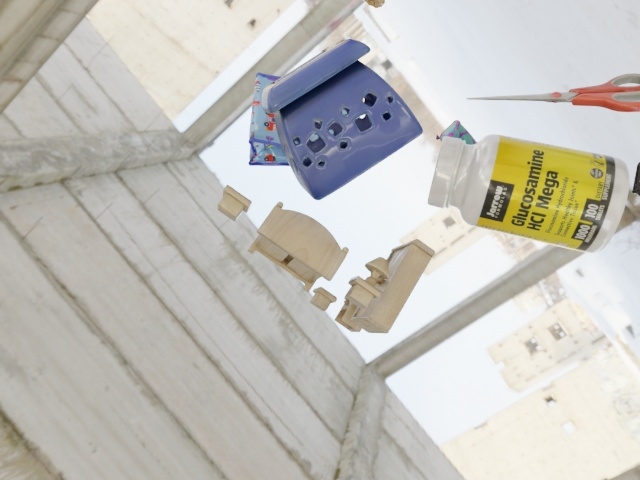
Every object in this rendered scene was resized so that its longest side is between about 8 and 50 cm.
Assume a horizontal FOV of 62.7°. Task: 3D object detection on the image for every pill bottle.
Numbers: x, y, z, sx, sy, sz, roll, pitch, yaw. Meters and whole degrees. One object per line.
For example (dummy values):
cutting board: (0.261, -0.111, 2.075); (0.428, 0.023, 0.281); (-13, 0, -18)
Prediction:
pill bottle: (0.389, -0.101, 1.025); (0.334, 0.187, 0.188); (14, -167, 12)

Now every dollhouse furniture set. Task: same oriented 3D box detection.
dollhouse furniture set: (0.000, 0.000, 0.961); (0.356, 0.173, 0.303); (35, 164, -5)

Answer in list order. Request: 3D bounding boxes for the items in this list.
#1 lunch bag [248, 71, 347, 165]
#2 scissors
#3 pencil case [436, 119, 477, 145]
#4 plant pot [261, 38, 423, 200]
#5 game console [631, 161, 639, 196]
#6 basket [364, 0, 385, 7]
lunch bag: (-0.043, -0.318, 1.453); (0.138, 0.293, 0.220); (109, 165, -67)
scissors: (0.388, -0.221, 0.818); (0.109, 0.297, 0.021); (-91, -5, -49)
pencil case: (0.346, -0.210, 1.246); (0.152, 0.064, 0.070); (43, -128, -21)
plant pot: (0.018, -0.237, 0.995); (0.212, 0.236, 0.236); (57, -179, -19)
game console: (0.903, -0.141, 1.377); (0.144, 0.124, 0.085); (-1, -167, -24)
basket: (0.035, -0.627, 0.976); (0.214, 0.223, 0.299); (13, 165, 13)
